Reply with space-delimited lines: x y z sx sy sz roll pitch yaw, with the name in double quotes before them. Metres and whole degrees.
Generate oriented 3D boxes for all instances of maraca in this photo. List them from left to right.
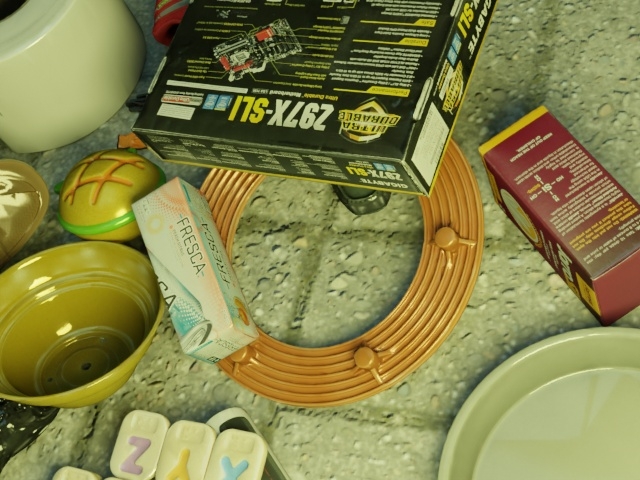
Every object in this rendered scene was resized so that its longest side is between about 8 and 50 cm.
"maraca" -0.239 -0.057 1.319 0.127 0.099 0.186 -25 30 -12

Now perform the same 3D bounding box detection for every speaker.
"speaker" -0.061 0.224 1.107 0.055 0.055 0.136 -35 55 -4

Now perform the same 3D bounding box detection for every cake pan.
"cake pan" 0.248 0.216 1.003 0.293 0.054 0.293 -9 57 14

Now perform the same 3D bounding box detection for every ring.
"ring" 0.000 0.000 1.187 0.336 0.032 0.337 -8 70 24

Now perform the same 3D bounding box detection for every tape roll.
"tape roll" -0.358 -0.254 1.433 0.246 0.169 0.246 -9 57 14

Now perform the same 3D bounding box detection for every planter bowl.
"planter bowl" -0.254 0.106 1.212 0.217 0.090 0.217 -7 44 7

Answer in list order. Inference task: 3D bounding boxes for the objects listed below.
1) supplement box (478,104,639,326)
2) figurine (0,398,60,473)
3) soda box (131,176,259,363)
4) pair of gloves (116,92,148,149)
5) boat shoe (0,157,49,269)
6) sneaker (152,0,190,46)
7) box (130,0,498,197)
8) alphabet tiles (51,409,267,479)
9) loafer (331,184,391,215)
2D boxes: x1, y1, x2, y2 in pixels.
"supplement box" 0.241 -0.024 1.120 0.081 0.104 0.188 -34 55 -2
"figurine" -0.407 0.210 1.211 0.215 0.092 0.209 23 61 17
"soda box" -0.128 0.029 1.187 0.063 0.058 0.183 -31 62 14
"pair of gloves" -0.206 -0.144 1.409 0.074 0.010 0.083 -2 59 18
"boat shoe" -0.459 0.015 1.330 0.341 0.122 0.110 -36 23 -1
"sneaker" -0.079 -0.252 1.394 0.279 0.107 0.118 13 83 29
"box" -0.005 -0.188 1.201 0.322 0.079 0.257 9 68 29
"alphabet tiles" -0.155 0.300 1.079 0.284 0.021 0.278 6 72 30
"loafer" 0.029 -0.128 1.274 0.076 0.078 0.223 -17 56 10
